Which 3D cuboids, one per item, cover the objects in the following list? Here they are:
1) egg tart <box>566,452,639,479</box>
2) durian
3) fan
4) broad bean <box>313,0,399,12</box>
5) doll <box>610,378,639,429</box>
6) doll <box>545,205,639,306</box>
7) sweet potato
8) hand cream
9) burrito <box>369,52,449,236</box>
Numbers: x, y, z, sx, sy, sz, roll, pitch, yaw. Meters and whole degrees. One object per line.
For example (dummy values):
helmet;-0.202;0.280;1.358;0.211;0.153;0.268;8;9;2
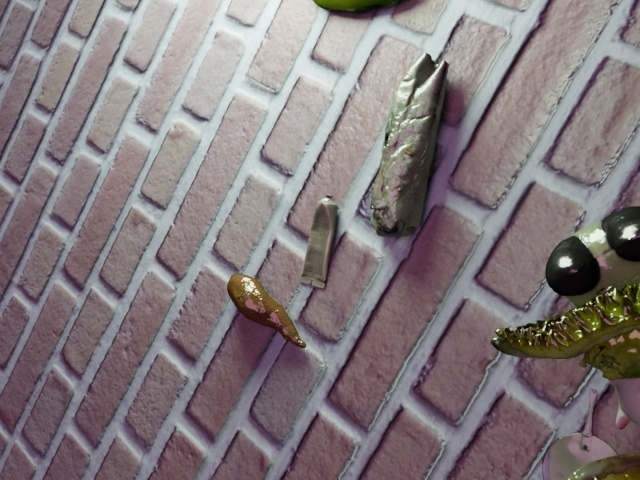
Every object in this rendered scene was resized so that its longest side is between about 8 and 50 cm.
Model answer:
egg tart;0.400;0.390;0.830;0.314;0.120;0.315;3;68;-7
durian;0.384;0.101;0.877;0.375;0.107;0.132;-18;115;29
fan;0.369;0.294;1.017;0.113;0.005;0.176;7;85;34
broad bean;0.068;-0.446;1.320;0.254;0.046;0.065;8;87;35
doll;0.463;0.185;0.918;0.180;0.107;0.111;-8;99;38
doll;0.410;0.020;0.956;0.234;0.143;0.135;-32;24;35
sweet potato;-0.110;0.122;1.327;0.226;0.068;0.068;40;104;31
hand cream;0.000;0.000;1.301;0.057;0.037;0.165;15;97;34
burrito;0.143;-0.156;1.208;0.096;0.066;0.309;12;89;29
